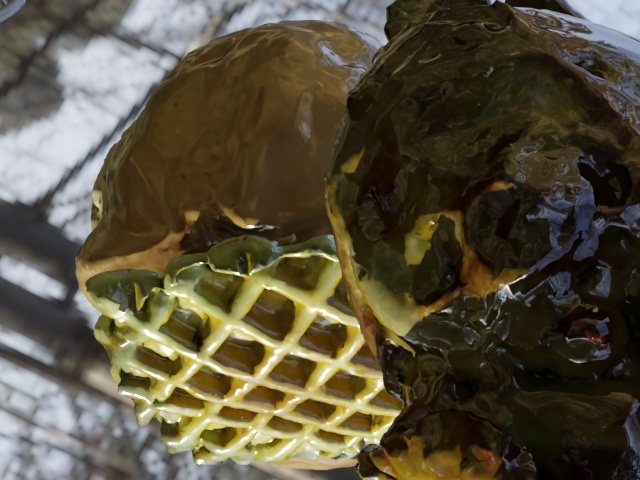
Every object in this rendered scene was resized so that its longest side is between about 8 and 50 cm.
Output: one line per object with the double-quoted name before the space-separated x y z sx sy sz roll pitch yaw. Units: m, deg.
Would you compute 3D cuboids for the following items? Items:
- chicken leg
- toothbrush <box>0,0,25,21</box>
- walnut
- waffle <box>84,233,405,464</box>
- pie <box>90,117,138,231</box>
"chicken leg" 0.137 0.077 0.587 0.140 0.361 0.211 -27 -158 39
"toothbrush" -0.311 -0.080 1.097 0.307 0.029 0.025 -29 -140 -9
"walnut" -0.004 0.008 1.528 0.383 0.383 0.383 -52 -160 28
"waffle" -0.014 0.065 1.063 0.214 0.208 0.054 71 10 -52
"pie" -0.063 -0.006 1.801 0.077 0.339 0.339 16 -103 59
